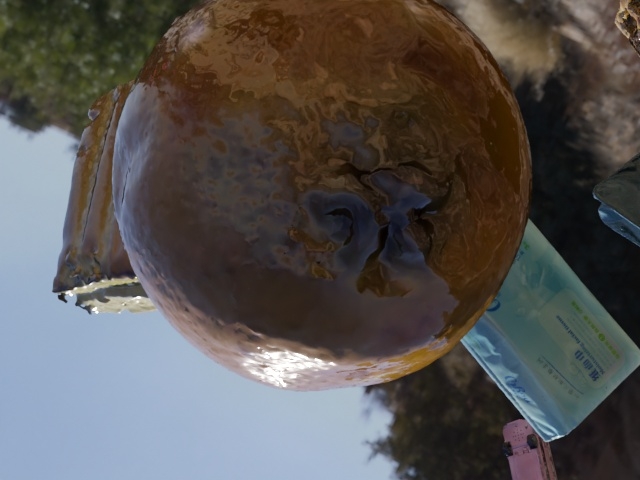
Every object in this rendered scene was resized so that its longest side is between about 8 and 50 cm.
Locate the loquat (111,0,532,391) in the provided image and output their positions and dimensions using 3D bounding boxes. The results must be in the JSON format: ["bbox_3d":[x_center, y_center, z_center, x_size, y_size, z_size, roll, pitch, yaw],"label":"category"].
[{"bbox_3d":[0.001,-0.047,0.823,0.328,0.328,0.328,25,-174,-3],"label":"loquat"}]

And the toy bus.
[{"bbox_3d":[0.365,0.408,1.844,0.090,0.063,0.203,33,-138,-47],"label":"toy bus"}]

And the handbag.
[{"bbox_3d":[0.550,-0.057,1.667,0.229,0.179,0.062,43,166,47],"label":"handbag"}]

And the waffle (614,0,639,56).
[{"bbox_3d":[0.526,-0.352,1.514,0.308,0.091,0.213,90,156,-56],"label":"waffle"}]

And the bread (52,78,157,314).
[{"bbox_3d":[-0.154,-0.047,1.103,0.239,0.246,0.111,-11,152,39],"label":"bread"}]

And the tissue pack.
[{"bbox_3d":[0.275,0.105,1.405,0.263,0.177,0.089,50,155,6],"label":"tissue pack"}]
